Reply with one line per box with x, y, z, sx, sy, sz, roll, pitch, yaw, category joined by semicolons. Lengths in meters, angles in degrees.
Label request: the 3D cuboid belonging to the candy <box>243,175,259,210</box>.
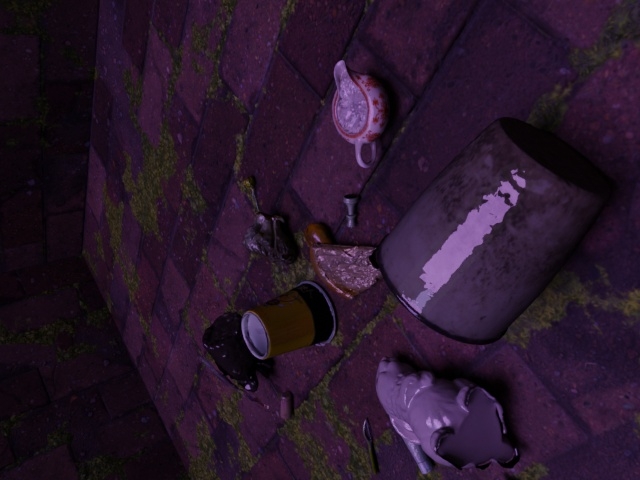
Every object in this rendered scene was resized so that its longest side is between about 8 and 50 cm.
-0.228;-0.159;1.673;0.035;0.035;0.122;-4;110;39;candy

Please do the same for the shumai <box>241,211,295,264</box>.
-0.147;-0.010;1.578;0.184;0.184;0.141;28;94;42;shumai

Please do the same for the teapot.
0.097;-0.295;1.163;0.159;0.116;0.245;-12;91;39;teapot

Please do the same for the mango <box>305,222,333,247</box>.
0.000;0.000;1.432;0.114;0.057;0.079;50;133;14;mango

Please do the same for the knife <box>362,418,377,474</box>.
0.150;0.628;1.506;0.026;0.022;0.183;-10;95;26;knife

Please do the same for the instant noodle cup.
-0.104;0.253;1.506;0.216;0.236;0.215;24;121;47;instant noodle cup

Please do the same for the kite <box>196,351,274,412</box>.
-0.318;0.520;1.789;0.361;0.022;0.204;18;145;40;kite

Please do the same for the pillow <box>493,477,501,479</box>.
0.463;0.629;1.114;0.118;0.043;0.184;-5;103;45;pillow

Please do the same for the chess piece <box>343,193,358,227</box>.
0.083;-0.075;1.319;0.042;0.042;0.093;24;128;44;chess piece

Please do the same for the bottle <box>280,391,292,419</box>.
-0.126;0.604;1.811;0.045;0.045;0.096;22;119;44;bottle

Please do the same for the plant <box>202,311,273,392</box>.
-0.294;0.406;1.824;0.199;0.188;0.275;11;138;47;plant

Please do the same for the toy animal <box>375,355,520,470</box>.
0.265;0.406;1.184;0.257;0.194;0.357;54;161;-14;toy animal

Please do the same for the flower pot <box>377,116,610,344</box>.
0.303;-0.029;0.884;0.293;0.294;0.330;49;128;27;flower pot

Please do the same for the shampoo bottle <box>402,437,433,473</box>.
0.246;0.533;1.340;0.069;0.041;0.190;-37;75;45;shampoo bottle

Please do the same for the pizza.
0.081;0.084;1.352;0.262;0.034;0.181;-6;114;44;pizza
